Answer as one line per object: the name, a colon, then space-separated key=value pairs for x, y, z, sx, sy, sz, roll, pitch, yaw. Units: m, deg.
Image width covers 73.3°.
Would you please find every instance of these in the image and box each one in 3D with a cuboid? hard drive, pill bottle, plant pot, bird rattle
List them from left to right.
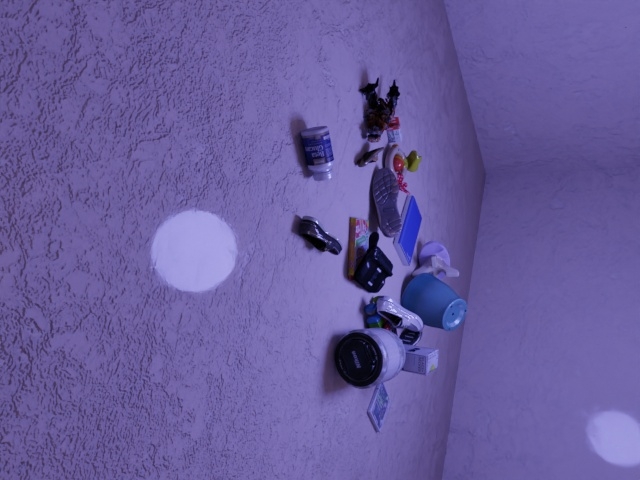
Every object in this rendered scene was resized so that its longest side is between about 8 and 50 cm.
pill bottle: x=-0.005 y=-0.290 z=1.443 sx=0.094 sy=0.094 sz=0.169 roll=-42 pitch=126 yaw=-50
bird rattle: x=0.368 y=-0.345 z=2.084 sx=0.207 sy=0.143 sz=0.253 roll=47 pitch=65 yaw=-36
hard drive: x=0.474 y=-0.054 z=2.310 sx=0.210 sy=0.040 sz=0.318 roll=56 pitch=46 yaw=-45
plant pot: x=0.611 y=0.340 z=2.263 sx=0.272 sy=0.255 sz=0.271 roll=-13 pitch=114 yaw=-30

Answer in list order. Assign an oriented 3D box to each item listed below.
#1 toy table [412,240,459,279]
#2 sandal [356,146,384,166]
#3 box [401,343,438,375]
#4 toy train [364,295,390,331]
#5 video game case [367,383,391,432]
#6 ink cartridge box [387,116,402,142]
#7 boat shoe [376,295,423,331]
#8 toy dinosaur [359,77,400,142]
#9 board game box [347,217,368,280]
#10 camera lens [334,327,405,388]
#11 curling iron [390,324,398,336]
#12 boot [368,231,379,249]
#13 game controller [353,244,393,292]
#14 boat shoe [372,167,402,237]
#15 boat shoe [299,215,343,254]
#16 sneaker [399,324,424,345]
toy table: x=0.655 y=0.157 z=2.455 sx=0.274 sy=0.252 sz=0.160 roll=63 pitch=25 yaw=-28
sandal: x=0.215 y=-0.347 z=1.828 sx=0.180 sy=0.072 sz=0.049 roll=-47 pitch=120 yaw=-40
box: x=0.359 y=0.515 z=1.913 sx=0.169 sy=0.290 sz=0.087 roll=7 pitch=86 yaw=-60
toy train: x=0.285 y=0.314 z=1.975 sx=0.248 sy=0.105 sz=0.143 roll=-40 pitch=112 yaw=-51
video game case: x=0.285 y=0.796 z=2.067 sx=0.173 sy=0.022 sz=0.190 roll=-58 pitch=138 yaw=-40
ink cartridge box: x=0.350 y=-0.527 z=2.050 sx=0.029 sy=0.063 sz=0.115 roll=-52 pitch=134 yaw=-47
boat shoe: x=0.346 y=0.342 z=1.883 sx=0.267 sy=0.096 sz=0.088 roll=40 pitch=48 yaw=-26
toy dinosaur: x=0.261 y=-0.572 z=1.867 sx=0.218 sy=0.165 sz=0.321 roll=75 pitch=14 yaw=-52
board game box: x=0.158 y=0.038 z=1.799 sx=0.124 sy=0.039 sz=0.259 roll=4 pitch=91 yaw=-59
camera lens: x=0.201 y=0.461 z=1.713 sx=0.274 sy=0.220 sz=0.219 roll=15 pitch=79 yaw=-59
curling iron: x=0.380 y=0.527 z=2.197 sx=0.068 sy=0.035 sz=0.273 roll=-32 pitch=118 yaw=-49
boot: x=0.233 y=0.035 z=1.891 sx=0.099 sy=0.045 sz=0.121 roll=72 pitch=29 yaw=-60
game controller: x=0.231 y=0.131 z=1.842 sx=0.166 sy=0.067 sz=0.319 roll=-49 pitch=151 yaw=-1
boat shoe: x=0.292 y=-0.167 z=1.952 sx=0.116 sy=0.123 sz=0.324 roll=109 pitch=-21 yaw=-80
boat shoe: x=0.000 y=0.000 z=1.490 sx=0.228 sy=0.081 sz=0.068 roll=42 pitch=59 yaw=-44
sneaker: x=0.505 y=0.532 z=2.348 sx=0.271 sy=0.100 sz=0.107 roll=-33 pitch=124 yaw=-54
